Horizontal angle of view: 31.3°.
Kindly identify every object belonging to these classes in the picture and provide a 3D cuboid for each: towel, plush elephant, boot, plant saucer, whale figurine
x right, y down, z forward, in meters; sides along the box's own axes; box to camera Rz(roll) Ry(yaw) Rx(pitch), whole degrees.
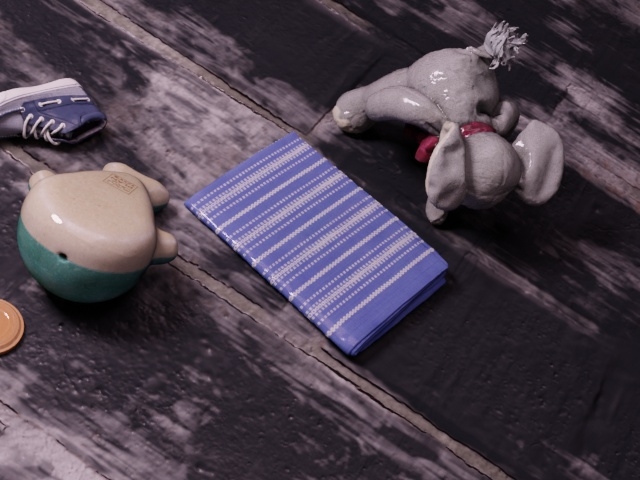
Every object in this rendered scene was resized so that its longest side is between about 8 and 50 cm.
[{"bbox_3d":[0.000,0.000,1.659,0.336,0.040,0.243,42,51,15],"label":"towel"},{"bbox_3d":[0.212,-0.142,1.719,0.272,0.330,0.255,6,70,-27],"label":"plush elephant"},{"bbox_3d":[-0.394,-0.168,1.599,0.190,0.069,0.086,-28,65,-38],"label":"boot"},{"bbox_3d":[-0.410,0.105,1.414,0.083,0.013,0.083,12,50,-14],"label":"plant saucer"},{"bbox_3d":[-0.292,-0.014,1.501,0.216,0.141,0.272,27,24,-1],"label":"whale figurine"}]
